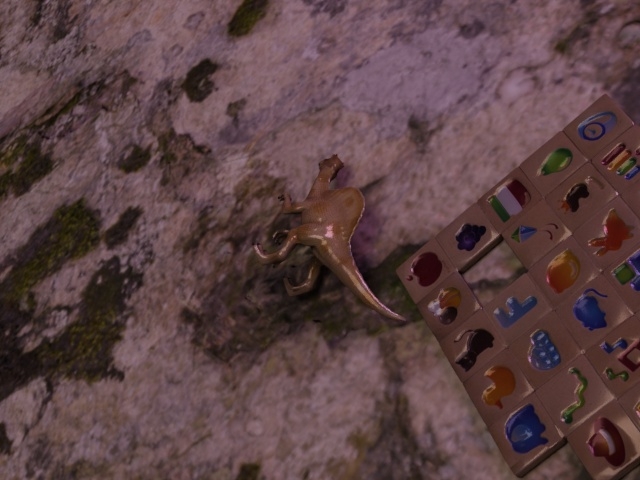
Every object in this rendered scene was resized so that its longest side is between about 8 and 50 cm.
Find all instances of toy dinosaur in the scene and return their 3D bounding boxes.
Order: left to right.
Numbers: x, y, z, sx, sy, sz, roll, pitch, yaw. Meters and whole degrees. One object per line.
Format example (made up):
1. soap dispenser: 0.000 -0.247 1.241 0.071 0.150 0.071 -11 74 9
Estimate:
1. toy dinosaur: 0.000 0.000 0.854 0.092 0.053 0.183 -33 46 19

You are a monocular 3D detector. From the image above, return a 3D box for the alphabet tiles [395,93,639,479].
1. alphabet tiles: 0.168 0.034 0.716 0.198 0.009 0.237 -41 44 13
